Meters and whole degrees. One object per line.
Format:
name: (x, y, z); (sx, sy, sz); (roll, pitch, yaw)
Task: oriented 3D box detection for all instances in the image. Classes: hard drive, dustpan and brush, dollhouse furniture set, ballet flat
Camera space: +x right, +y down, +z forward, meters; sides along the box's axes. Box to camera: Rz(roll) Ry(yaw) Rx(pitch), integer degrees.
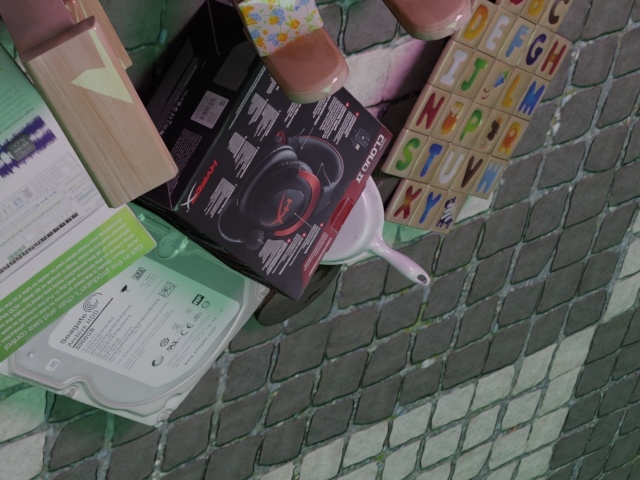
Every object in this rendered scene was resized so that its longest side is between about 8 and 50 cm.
hard drive: (-0.216, 0.072, 1.991); (0.237, 0.064, 0.339); (-51, 145, 5)
dustpan and brush: (0.038, -0.010, 2.095); (0.147, 0.211, 0.060); (-54, 175, 11)
dollhouse furniture set: (-0.076, -0.247, 1.550); (0.394, 0.256, 0.362); (-28, 133, -3)
ballet flat: (0.000, 0.000, 2.166); (0.250, 0.058, 0.084); (-51, 151, 15)

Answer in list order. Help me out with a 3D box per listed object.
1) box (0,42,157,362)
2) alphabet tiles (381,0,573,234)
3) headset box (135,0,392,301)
box: (-0.326, -0.031, 1.712); (0.232, 0.058, 0.322); (-37, 135, -4)
alphabet tiles: (0.194, -0.165, 2.178); (0.285, 0.011, 0.342); (11, 109, -59)
headset box: (-0.062, -0.083, 1.906); (0.218, 0.110, 0.293); (-60, 144, -6)
